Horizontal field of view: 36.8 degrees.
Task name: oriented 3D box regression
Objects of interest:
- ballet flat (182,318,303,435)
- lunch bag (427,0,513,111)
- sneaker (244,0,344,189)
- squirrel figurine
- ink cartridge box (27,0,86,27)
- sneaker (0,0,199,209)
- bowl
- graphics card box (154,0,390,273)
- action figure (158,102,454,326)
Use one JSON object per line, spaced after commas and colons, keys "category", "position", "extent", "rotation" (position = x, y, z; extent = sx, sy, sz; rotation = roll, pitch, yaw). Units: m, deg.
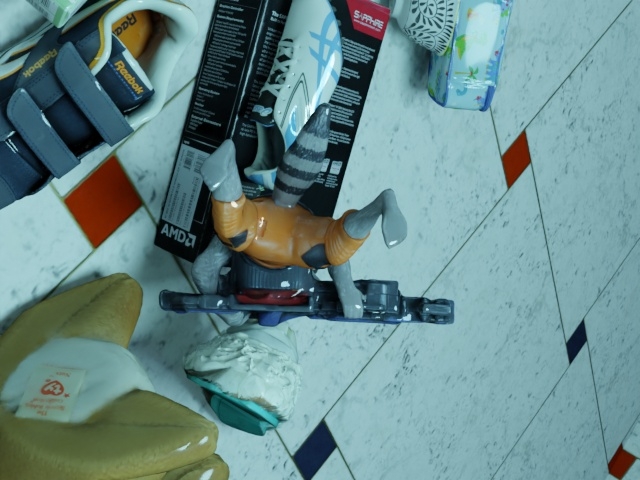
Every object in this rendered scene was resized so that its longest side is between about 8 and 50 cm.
{"category": "ballet flat", "position": [-0.088, 0.157, 1.196], "extent": [0.147, 0.147, 0.409], "rotation": [-57, 177, -15]}
{"category": "lunch bag", "position": [0.216, -0.309, 1.422], "extent": [0.090, 0.176, 0.219], "rotation": [4, 108, -7]}
{"category": "sneaker", "position": [-0.033, -0.172, 1.101], "extent": [0.086, 0.085, 0.237], "rotation": [2, 102, -39]}
{"category": "squirrel figurine", "position": [-0.301, 0.301, 1.056], "extent": [0.397, 0.281, 0.370], "rotation": [-21, 134, -27]}
{"category": "ink cartridge box", "position": [-0.227, -0.339, 0.882], "extent": [0.171, 0.056, 0.235], "rotation": [41, 70, -12]}
{"category": "sneaker", "position": [-0.253, -0.144, 0.962], "extent": [0.321, 0.127, 0.126], "rotation": [-54, 141, -16]}
{"category": "bowl", "position": [0.141, -0.350, 1.355], "extent": [0.080, 0.170, 0.170], "rotation": [6, 108, -6]}
{"category": "graphics card box", "position": [-0.056, -0.146, 1.222], "extent": [0.232, 0.094, 0.371], "rotation": [6, 102, -50]}
{"category": "action figure", "position": [0.000, 0.000, 1.071], "extent": [0.341, 0.330, 0.179], "rotation": [5, 71, -11]}
